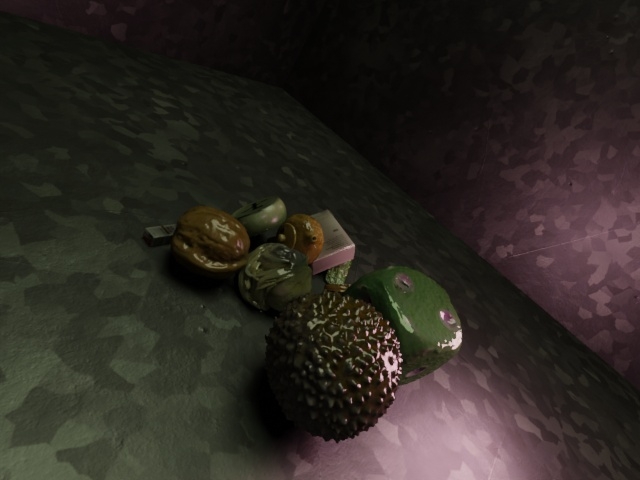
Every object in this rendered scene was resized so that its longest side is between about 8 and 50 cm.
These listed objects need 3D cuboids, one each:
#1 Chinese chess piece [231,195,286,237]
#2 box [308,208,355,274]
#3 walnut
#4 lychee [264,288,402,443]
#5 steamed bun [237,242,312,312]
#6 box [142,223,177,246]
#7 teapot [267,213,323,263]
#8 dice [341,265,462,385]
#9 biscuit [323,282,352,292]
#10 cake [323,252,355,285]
[{"bbox_3d":[-0.246,-0.095,1.662,0.238,0.237,0.092,-64,137,-63],"label":"Chinese chess piece"},{"bbox_3d":[0.000,0.000,1.812,0.203,0.106,0.252,-20,51,-19],"label":"box"},{"bbox_3d":[-0.351,0.013,1.360,0.256,0.225,0.257,23,30,-14],"label":"walnut"},{"bbox_3d":[0.033,0.318,1.108,0.380,0.380,0.432,56,-5,37],"label":"lychee"},{"bbox_3d":[-0.143,0.104,1.466,0.267,0.207,0.280,23,27,-22],"label":"steamed bun"},{"bbox_3d":[-0.506,-0.025,1.457,0.055,0.040,0.218,42,28,19],"label":"box"},{"bbox_3d":[-0.110,-0.004,1.649,0.167,0.204,0.311,7,-5,-43],"label":"teapot"},{"bbox_3d":[0.247,0.293,1.416,0.318,0.322,0.331,5,50,-37],"label":"dice"},{"bbox_3d":[0.157,0.201,1.671,0.339,0.047,0.216,14,-12,-34],"label":"biscuit"},{"bbox_3d":[0.069,0.133,1.848,0.100,0.099,0.235,29,48,-10],"label":"cake"}]
